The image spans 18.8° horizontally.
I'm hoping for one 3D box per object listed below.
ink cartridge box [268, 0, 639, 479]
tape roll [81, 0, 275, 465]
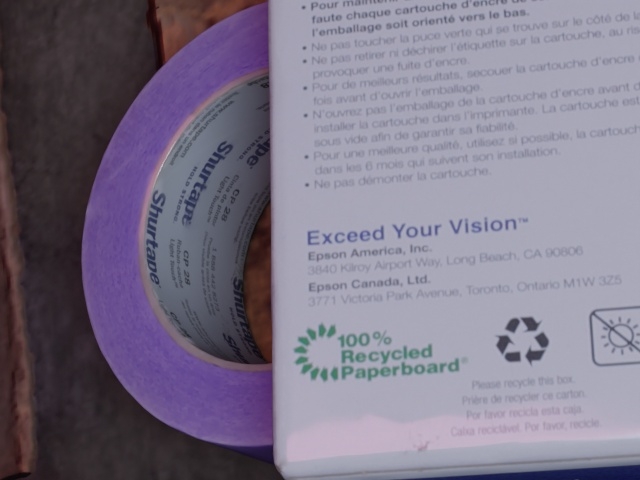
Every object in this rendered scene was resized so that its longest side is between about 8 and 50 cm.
[{"bbox_3d":[0.144,-0.078,0.686,0.324,0.071,0.330,-4,69,10],"label":"ink cartridge box"},{"bbox_3d":[0.000,0.000,0.795,0.189,0.080,0.189,-11,68,29],"label":"tape roll"}]
